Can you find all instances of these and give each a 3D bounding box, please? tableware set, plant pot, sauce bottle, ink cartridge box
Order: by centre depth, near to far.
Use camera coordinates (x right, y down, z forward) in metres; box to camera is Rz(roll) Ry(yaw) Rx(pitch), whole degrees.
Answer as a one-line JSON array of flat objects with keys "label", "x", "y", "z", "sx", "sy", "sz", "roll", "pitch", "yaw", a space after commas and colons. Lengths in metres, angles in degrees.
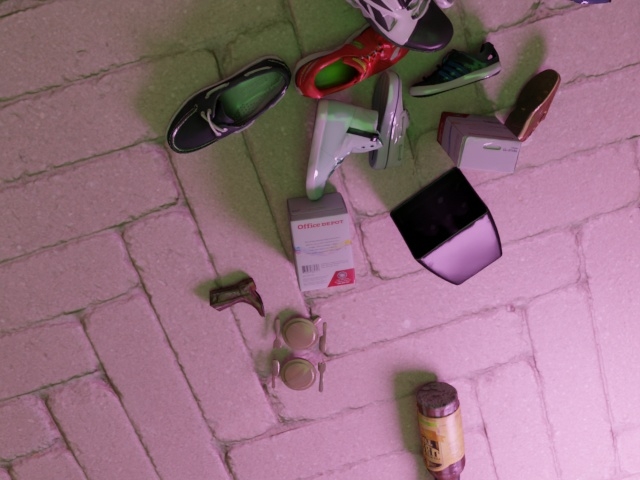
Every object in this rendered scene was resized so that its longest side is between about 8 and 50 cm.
[{"label": "ink cartridge box", "x": 0.331, "y": -0.209, "z": 1.861, "sx": 0.128, "sy": 0.175, "sz": 0.072, "roll": 5, "pitch": 114, "yaw": -10}, {"label": "ink cartridge box", "x": 0.000, "y": 0.000, "z": 1.942, "sx": 0.128, "sy": 0.127, "sz": 0.176, "roll": -8, "pitch": 117, "yaw": -3}, {"label": "plant pot", "x": 0.297, "y": -0.016, "z": 1.956, "sx": 0.188, "sy": 0.187, "sz": 0.167, "roll": -36, "pitch": 128, "yaw": 10}, {"label": "tableware set", "x": -0.048, "y": 0.268, "z": 2.116, "sx": 0.128, "sy": 0.039, "sz": 0.194, "roll": 4, "pitch": 109, "yaw": 3}, {"label": "sauce bottle", "x": 0.314, "y": 0.528, "z": 2.248, "sx": 0.112, "sy": 0.111, "sz": 0.344, "roll": -12, "pitch": 115, "yaw": -2}]

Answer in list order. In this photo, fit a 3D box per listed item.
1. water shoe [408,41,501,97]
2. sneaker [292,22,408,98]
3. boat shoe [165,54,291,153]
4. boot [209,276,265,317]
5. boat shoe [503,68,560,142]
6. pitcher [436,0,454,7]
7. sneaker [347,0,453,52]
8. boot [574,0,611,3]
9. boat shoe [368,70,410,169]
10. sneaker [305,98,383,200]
[{"label": "water shoe", "x": 0.275, "y": -0.359, "z": 1.852, "sx": 0.203, "sy": 0.073, "sz": 0.080, "roll": -18, "pitch": 95, "yaw": -4}, {"label": "sneaker", "x": 0.080, "y": -0.358, "z": 1.780, "sx": 0.279, "sy": 0.118, "sz": 0.107, "roll": -30, "pitch": 116, "yaw": -3}, {"label": "boat shoe", "x": -0.194, "y": -0.272, "z": 1.805, "sx": 0.303, "sy": 0.091, "sz": 0.114, "roll": -38, "pitch": 114, "yaw": 10}, {"label": "boot", "x": -0.193, "y": 0.148, "z": 2.037, "sx": 0.114, "sy": 0.037, "sz": 0.106, "roll": -21, "pitch": 103, "yaw": -1}, {"label": "boat shoe", "x": 0.463, "y": -0.289, "z": 1.910, "sx": 0.060, "sy": 0.064, "sz": 0.178, "roll": 8, "pitch": 120, "yaw": -45}, {"label": "pitcher", "x": 0.213, "y": -0.555, "z": 1.643, "sx": 0.126, "sy": 0.177, "sz": 0.207, "roll": -9, "pitch": 142, "yaw": 29}, {"label": "sneaker", "x": 0.139, "y": -0.486, "z": 1.693, "sx": 0.331, "sy": 0.146, "sz": 0.122, "roll": 31, "pitch": 67, "yaw": -17}, {"label": "boot", "x": 0.499, "y": -0.522, "z": 1.787, "sx": 0.219, "sy": 0.082, "sz": 0.106, "roll": -10, "pitch": 114, "yaw": -5}, {"label": "boat shoe", "x": 0.153, "y": -0.257, "z": 1.877, "sx": 0.076, "sy": 0.083, "sz": 0.226, "roll": -5, "pitch": 129, "yaw": -17}, {"label": "sneaker", "x": 0.051, "y": -0.174, "z": 1.850, "sx": 0.151, "sy": 0.094, "sz": 0.255, "roll": 8, "pitch": 135, "yaw": -3}]
